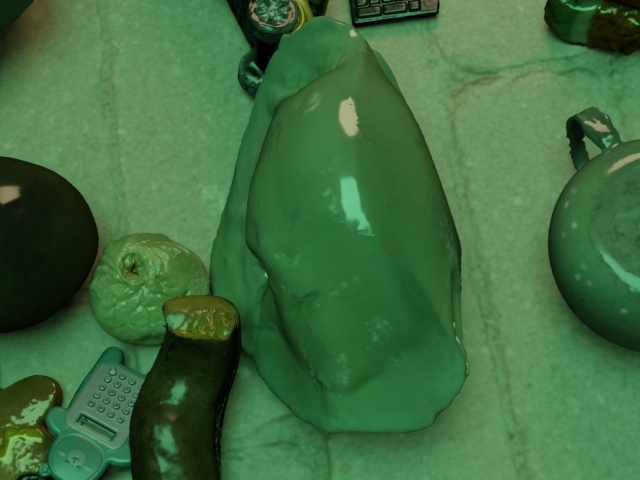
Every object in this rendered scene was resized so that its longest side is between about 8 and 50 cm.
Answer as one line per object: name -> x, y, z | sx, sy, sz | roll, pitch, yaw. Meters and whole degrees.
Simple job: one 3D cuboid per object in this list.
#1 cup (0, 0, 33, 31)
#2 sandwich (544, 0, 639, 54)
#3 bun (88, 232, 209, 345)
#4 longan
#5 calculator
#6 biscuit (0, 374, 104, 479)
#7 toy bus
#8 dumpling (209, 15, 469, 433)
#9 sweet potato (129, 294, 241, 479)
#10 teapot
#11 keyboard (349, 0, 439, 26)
cup -> -0.464, -0.302, 1.089 | 0.274, 0.259, 0.357 | -35, 40, -8
sandwich -> 0.359, -0.287, 1.049 | 0.292, 0.109, 0.212 | -23, 69, -3
bun -> -0.164, 0.043, 1.004 | 0.115, 0.069, 0.115 | -2, 72, 5
longan -> -0.303, 0.003, 0.988 | 0.187, 0.167, 0.167 | -10, 67, -24
calculator -> -0.201, 0.166, 0.971 | 0.094, 0.019, 0.141 | 27, 61, 5
biscuit -> -0.307, 0.193, 0.982 | 0.165, 0.036, 0.250 | -34, 70, -8
toy bus -> -0.076, -0.313, 1.100 | 0.123, 0.121, 0.335 | -21, 69, -16
dumpling -> 0.028, -0.001, 0.944 | 0.212, 0.270, 0.320 | 15, 46, -12
sweet potato -> -0.118, 0.187, 0.925 | 0.112, 0.085, 0.285 | -15, 68, 47
teapot -> 0.299, 0.007, 0.942 | 0.193, 0.129, 0.294 | -25, 68, -3
keyboard -> 0.068, -0.373, 1.158 | 0.101, 0.018, 0.309 | -6, 70, 4
